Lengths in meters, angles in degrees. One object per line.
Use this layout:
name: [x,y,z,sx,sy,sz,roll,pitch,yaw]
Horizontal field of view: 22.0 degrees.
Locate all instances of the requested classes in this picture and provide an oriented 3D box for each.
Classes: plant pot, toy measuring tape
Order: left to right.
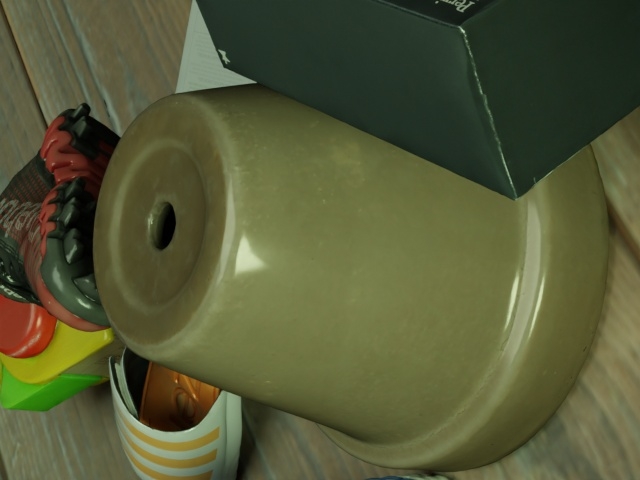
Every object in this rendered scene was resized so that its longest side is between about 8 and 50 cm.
toy measuring tape: [-0.159,0.034,1.269,0.330,0.121,0.121,-30,61,35]
plant pot: [0.000,0.000,0.966,0.263,0.229,0.263,-14,72,50]

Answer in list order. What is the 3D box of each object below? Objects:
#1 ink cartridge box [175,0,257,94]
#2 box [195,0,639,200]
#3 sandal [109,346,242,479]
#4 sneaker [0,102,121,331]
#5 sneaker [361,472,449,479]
ink cartridge box: [-0.054,-0.093,1.183,0.109,0.062,0.209,20,100,52]
box: [0.069,-0.143,0.839,0.261,0.184,0.103,29,151,50]
sandal: [-0.108,0.095,1.154,0.102,0.076,0.265,33,129,32]
sneaker: [-0.176,0.008,1.138,0.135,0.097,0.276,-49,22,12]
sneaker: [-0.053,0.213,1.064,0.330,0.147,0.130,-27,64,48]
